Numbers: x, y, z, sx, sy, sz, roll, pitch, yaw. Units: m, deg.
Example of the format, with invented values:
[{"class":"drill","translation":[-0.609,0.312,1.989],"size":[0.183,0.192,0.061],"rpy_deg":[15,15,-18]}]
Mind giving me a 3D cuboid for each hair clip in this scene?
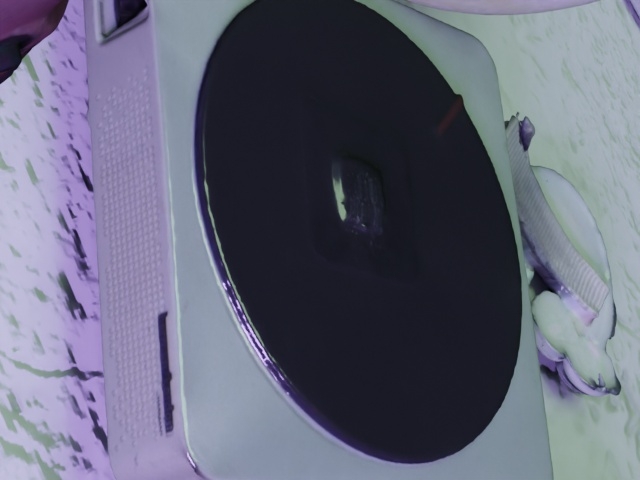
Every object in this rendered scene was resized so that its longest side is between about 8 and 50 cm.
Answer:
[{"class":"hair clip","translation":[0.136,0.004,0.938],"size":[0.172,0.049,0.116],"rpy_deg":[53,46,-24]}]

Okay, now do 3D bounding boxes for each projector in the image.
[{"class":"projector","translation":[0.000,0.000,0.751],"size":[0.259,0.079,0.257],"rpy_deg":[14,64,-46]}]

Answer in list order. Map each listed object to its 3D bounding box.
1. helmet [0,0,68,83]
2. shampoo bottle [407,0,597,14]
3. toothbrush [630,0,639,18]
[{"class":"helmet","translation":[-0.164,-0.189,0.552],"size":[0.338,0.197,0.271],"rpy_deg":[-13,82,-51]},{"class":"shampoo bottle","translation":[0.090,-0.301,0.800],"size":[0.322,0.322,0.317],"rpy_deg":[24,46,-42]},{"class":"toothbrush","translation":[0.159,-0.306,1.107],"size":[0.386,0.040,0.040],"rpy_deg":[56,40,-17]}]
